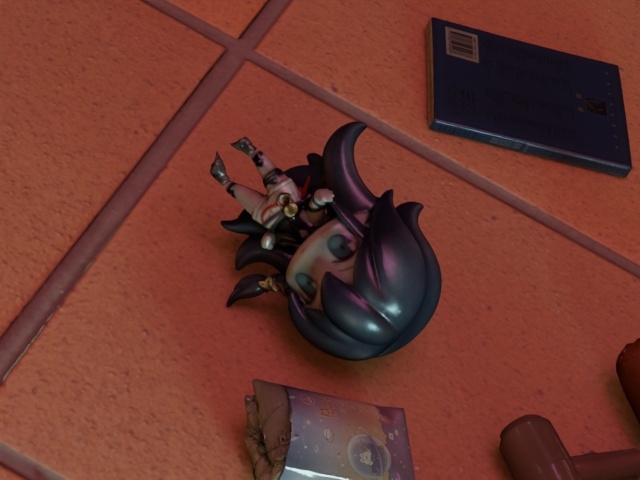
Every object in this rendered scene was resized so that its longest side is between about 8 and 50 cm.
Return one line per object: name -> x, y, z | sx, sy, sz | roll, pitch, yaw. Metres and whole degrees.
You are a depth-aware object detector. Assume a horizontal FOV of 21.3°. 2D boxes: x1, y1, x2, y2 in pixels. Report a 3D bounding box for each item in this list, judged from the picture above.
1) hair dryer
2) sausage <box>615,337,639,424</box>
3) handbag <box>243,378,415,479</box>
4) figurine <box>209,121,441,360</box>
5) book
hair dryer -> 0.281, 0.239, 1.791 | 0.182, 0.064, 0.117 | -1, 50, -34
sausage -> 0.419, 0.240, 1.814 | 0.102, 0.102, 0.330 | -7, 58, -28
handbag -> 0.003, 0.207, 1.676 | 0.173, 0.095, 0.117 | 15, 41, -21
figurine -> 0.013, 0.004, 1.801 | 0.197, 0.175, 0.265 | -8, 63, -34
book -> 0.264, -0.183, 2.168 | 0.269, 0.025, 0.191 | 13, 49, -13
